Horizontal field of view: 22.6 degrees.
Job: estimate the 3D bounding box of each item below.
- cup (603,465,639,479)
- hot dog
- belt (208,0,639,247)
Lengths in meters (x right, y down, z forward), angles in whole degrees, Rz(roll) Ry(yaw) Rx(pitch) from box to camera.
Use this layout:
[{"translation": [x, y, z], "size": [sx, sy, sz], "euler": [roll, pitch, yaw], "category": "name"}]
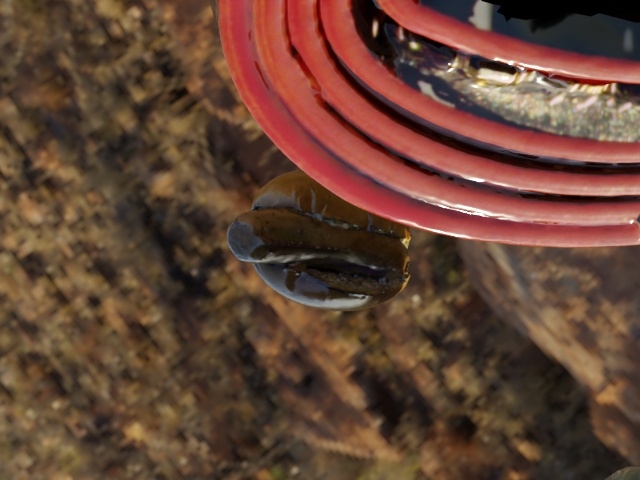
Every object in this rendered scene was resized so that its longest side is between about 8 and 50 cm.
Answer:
[{"translation": [0.164, 0.380, 0.964], "size": [0.401, 0.392, 0.310], "euler": [35, -161, -26], "category": "cup"}, {"translation": [0.001, -0.002, 1.030], "size": [0.140, 0.090, 0.060], "euler": [20, 172, -27], "category": "hot dog"}, {"translation": [0.117, -0.117, 0.585], "size": [0.115, 0.324, 0.227], "euler": [-107, 18, -52], "category": "belt"}]
